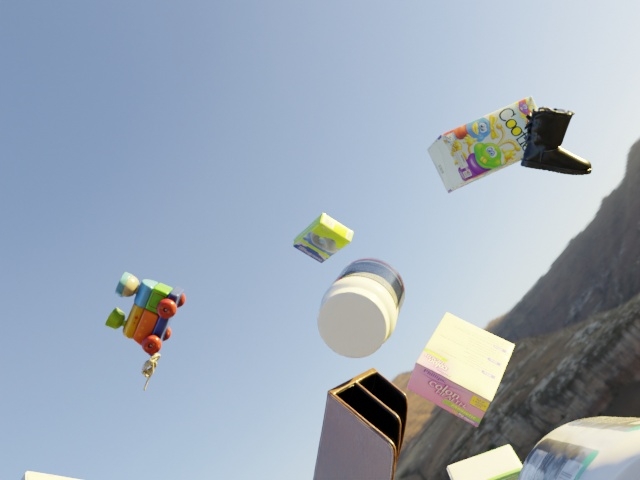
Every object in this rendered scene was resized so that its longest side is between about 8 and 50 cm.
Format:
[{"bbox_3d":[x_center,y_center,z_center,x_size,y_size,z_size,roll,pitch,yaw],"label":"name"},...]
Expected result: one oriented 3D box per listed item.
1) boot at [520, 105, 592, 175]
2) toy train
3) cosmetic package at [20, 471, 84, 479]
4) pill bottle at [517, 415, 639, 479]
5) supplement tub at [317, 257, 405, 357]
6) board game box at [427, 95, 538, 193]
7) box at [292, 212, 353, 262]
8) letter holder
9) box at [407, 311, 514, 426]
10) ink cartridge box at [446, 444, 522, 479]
[{"bbox_3d":[0.390,-0.163,0.883,0.045,0.121,0.099,-50,-32,-61],"label":"boot"},{"bbox_3d":[-0.410,0.200,1.196,0.105,0.143,0.248,-98,32,-82],"label":"toy train"},{"bbox_3d":[-0.542,0.588,0.986,0.160,0.113,0.309,31,-84,-37],"label":"cosmetic package"},{"bbox_3d":[0.288,0.263,0.482,0.204,0.204,0.361,-46,-21,-3],"label":"pill bottle"},{"bbox_3d":[0.107,0.165,1.380,0.191,0.191,0.272,-57,-5,20],"label":"supplement tub"},{"bbox_3d":[0.461,-0.260,1.485,0.275,0.144,0.142,-24,-5,-7],"label":"board game box"},{"bbox_3d":[0.000,0.000,1.560,0.178,0.109,0.042,-39,25,48],"label":"box"},{"bbox_3d":[0.120,0.493,1.243,0.152,0.214,0.302,-15,-56,-39],"label":"letter holder"},{"bbox_3d":[0.396,0.355,1.524,0.243,0.213,0.117,-43,-29,-47],"label":"box"},{"bbox_3d":[0.506,0.757,1.554,0.198,0.273,0.115,-22,16,3],"label":"ink cartridge box"}]
